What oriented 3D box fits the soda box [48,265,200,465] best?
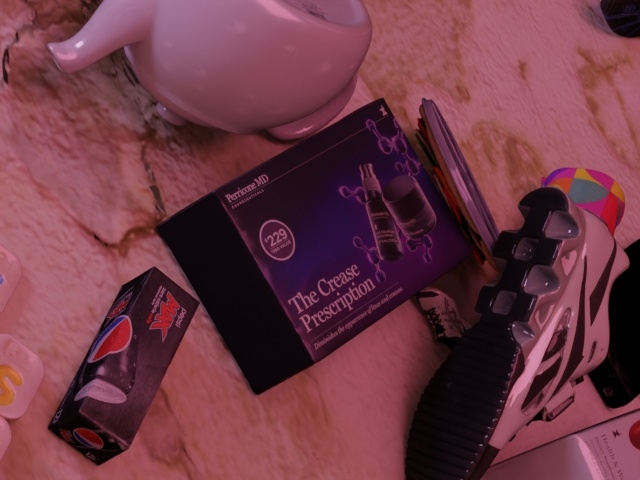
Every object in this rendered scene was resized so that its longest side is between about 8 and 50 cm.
[{"bbox_3d":[-0.168,0.106,1.630,0.060,0.053,0.169,40,49,-20],"label":"soda box"}]

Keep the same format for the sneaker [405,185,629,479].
[{"bbox_3d":[0.204,0.126,1.825,0.146,0.122,0.330,31,85,-33],"label":"sneaker"}]

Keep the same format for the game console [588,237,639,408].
[{"bbox_3d":[0.411,0.178,2.102,0.213,0.044,0.361,-32,93,-44],"label":"game console"}]

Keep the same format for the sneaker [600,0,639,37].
[{"bbox_3d":[0.399,-0.298,2.303,0.211,0.080,0.081,-1,64,-51],"label":"sneaker"}]

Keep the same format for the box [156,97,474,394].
[{"bbox_3d":[0.000,0.000,1.794,0.261,0.103,0.184,-33,90,-45],"label":"box"}]

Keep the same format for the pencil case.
[{"bbox_3d":[0.248,0.025,2.000,0.104,0.104,0.236,43,46,-17],"label":"pencil case"}]

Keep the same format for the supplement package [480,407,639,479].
[{"bbox_3d":[0.302,0.277,1.886,0.203,0.149,0.194,-14,80,-43],"label":"supplement package"}]

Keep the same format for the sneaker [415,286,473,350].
[{"bbox_3d":[0.125,0.083,1.908,0.083,0.032,0.037,45,47,-14],"label":"sneaker"}]

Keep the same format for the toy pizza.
[{"bbox_3d":[0.140,-0.050,1.922,0.201,0.032,0.201,62,9,-17],"label":"toy pizza"}]

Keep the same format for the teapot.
[{"bbox_3d":[-0.086,-0.184,1.756,0.256,0.187,0.252,33,22,-4],"label":"teapot"}]

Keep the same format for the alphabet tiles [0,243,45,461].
[{"bbox_3d":[-0.353,0.070,1.511,0.284,0.021,0.278,40,49,-20],"label":"alphabet tiles"}]
